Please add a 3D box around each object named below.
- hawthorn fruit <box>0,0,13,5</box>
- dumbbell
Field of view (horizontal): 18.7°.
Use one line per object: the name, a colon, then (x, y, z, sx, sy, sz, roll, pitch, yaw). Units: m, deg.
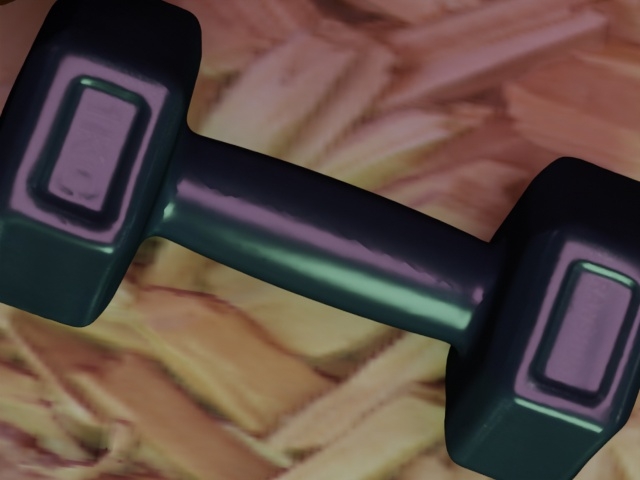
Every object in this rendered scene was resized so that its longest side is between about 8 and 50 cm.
hawthorn fruit: (-0.179, -0.261, 0.747, 0.402, 0.403, 0.403, 0, 89, -6)
dumbbell: (0.000, 0.000, 0.905, 0.316, 0.156, 0.144, 20, 117, -6)
